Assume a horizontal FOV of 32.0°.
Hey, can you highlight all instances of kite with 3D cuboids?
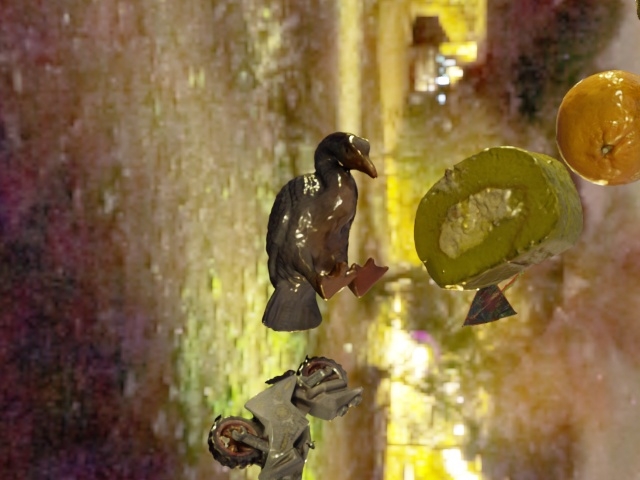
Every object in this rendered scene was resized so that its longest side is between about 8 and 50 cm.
[{"bbox_3d":[0.327,0.111,2.113,0.010,0.159,0.190,51,0,40],"label":"kite"}]

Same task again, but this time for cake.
[{"bbox_3d":[0.271,-0.036,1.751,0.156,0.260,0.179,9,58,-57],"label":"cake"}]

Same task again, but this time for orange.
[{"bbox_3d":[0.551,-0.211,2.110,0.193,0.219,0.219,-7,97,-65],"label":"orange"}]

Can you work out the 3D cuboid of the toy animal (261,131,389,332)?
[{"bbox_3d":[0.000,0.000,1.466,0.185,0.122,0.298,61,-38,30],"label":"toy animal"}]

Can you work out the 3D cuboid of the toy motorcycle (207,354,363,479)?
[{"bbox_3d":[-0.028,0.215,1.318,0.215,0.122,0.080,-31,154,-40],"label":"toy motorcycle"}]

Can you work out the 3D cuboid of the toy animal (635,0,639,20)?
[{"bbox_3d":[0.634,-0.440,1.962,0.181,0.363,0.180,-48,178,14],"label":"toy animal"}]
